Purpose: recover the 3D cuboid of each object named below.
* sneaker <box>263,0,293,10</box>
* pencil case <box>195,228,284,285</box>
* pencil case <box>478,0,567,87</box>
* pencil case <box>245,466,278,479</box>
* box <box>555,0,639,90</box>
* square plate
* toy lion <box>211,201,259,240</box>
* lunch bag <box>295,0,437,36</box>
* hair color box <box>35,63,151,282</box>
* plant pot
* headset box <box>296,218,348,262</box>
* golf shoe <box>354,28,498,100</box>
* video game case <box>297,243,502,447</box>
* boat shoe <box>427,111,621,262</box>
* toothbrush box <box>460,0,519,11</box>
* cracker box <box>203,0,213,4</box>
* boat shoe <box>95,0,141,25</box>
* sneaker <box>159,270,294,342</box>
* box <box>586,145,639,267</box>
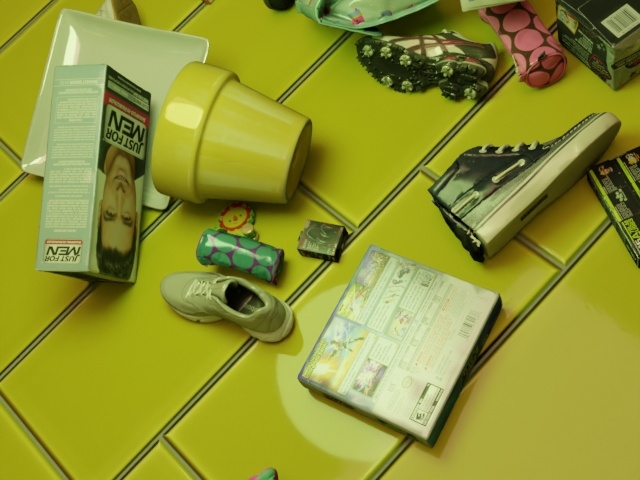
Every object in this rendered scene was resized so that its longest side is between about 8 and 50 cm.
[{"bbox_3d":[-0.022,-0.589,1.930,0.140,0.341,0.125,28,42,5],"label":"sneaker"},{"bbox_3d":[-0.143,0.029,1.746,0.152,0.064,0.070,15,103,5],"label":"pencil case"},{"bbox_3d":[0.366,-0.378,1.802,0.098,0.095,0.209,-24,56,-2],"label":"pencil case"},{"bbox_3d":[-0.049,0.462,1.494,0.104,0.104,0.236,-39,58,-5],"label":"pencil case"},{"bbox_3d":[0.566,-0.414,1.729,0.247,0.142,0.163,-36,60,-1],"label":"box"},{"bbox_3d":[-0.407,-0.263,1.948,0.347,0.049,0.344,15,91,18],"label":"square plate"},{"bbox_3d":[-0.165,-0.025,1.825,0.100,0.034,0.096,-33,52,0],"label":"toy lion"},{"bbox_3d":[0.085,-0.485,1.865,0.262,0.160,0.223,-28,23,-1],"label":"lunch bag"},{"bbox_3d":[-0.413,-0.117,1.801,0.114,0.185,0.374,1,82,17],"label":"hair color box"},{"bbox_3d":[-0.151,-0.176,1.789,0.239,0.254,0.254,16,69,7],"label":"plant pot"},{"bbox_3d":[0.000,0.000,1.756,0.083,0.032,0.062,12,68,21],"label":"headset box"},{"bbox_3d":[0.201,-0.343,1.847,0.273,0.105,0.120,18,53,19],"label":"golf shoe"},{"bbox_3d":[0.132,0.168,1.610,0.244,0.061,0.269,22,72,25],"label":"video game case"},{"bbox_3d":[0.337,-0.131,1.659,0.340,0.127,0.158,-41,67,-5],"label":"boat shoe"},{"bbox_3d":[0.302,-0.567,1.776,0.126,0.216,0.295,-7,26,15],"label":"toothbrush box"},{"bbox_3d":[-0.228,-0.646,2.144,0.156,0.067,0.232,35,78,29],"label":"cracker box"},{"bbox_3d":[-0.423,-0.386,2.065,0.096,0.098,0.277,-27,63,33],"label":"boat shoe"},{"bbox_3d":[-0.176,0.092,1.712,0.262,0.121,0.099,13,67,23],"label":"sneaker"},{"bbox_3d":[0.564,-0.073,1.610,0.184,0.045,0.190,-26,60,6],"label":"box"}]
